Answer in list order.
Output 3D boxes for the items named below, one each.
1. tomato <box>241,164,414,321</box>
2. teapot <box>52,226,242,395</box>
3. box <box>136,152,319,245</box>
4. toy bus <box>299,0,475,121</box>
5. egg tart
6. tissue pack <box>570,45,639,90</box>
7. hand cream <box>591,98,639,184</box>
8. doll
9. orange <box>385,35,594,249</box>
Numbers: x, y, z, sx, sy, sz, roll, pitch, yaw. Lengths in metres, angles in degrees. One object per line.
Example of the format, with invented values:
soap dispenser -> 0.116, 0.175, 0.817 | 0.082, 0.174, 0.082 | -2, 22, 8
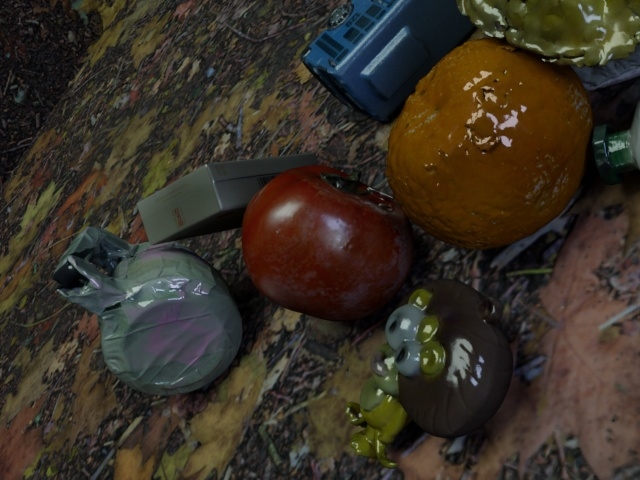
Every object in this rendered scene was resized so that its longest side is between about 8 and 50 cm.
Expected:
tomato -> 0.000, 0.000, 0.812 | 0.151, 0.187, 0.187 | -65, 27, 23
teapot -> -0.217, 0.080, 0.963 | 0.178, 0.221, 0.163 | -124, 45, -61
box -> -0.104, -0.053, 0.973 | 0.141, 0.201, 0.058 | -22, 86, 39
toy bus -> 0.099, -0.268, 0.987 | 0.234, 0.116, 0.133 | -46, 36, 6
egg tart -> 0.228, -0.271, 0.604 | 0.297, 0.132, 0.297 | -22, 50, 29
tissue pack -> 0.310, -0.292, 0.740 | 0.201, 0.124, 0.271 | -19, 44, 40
hand cream -> 0.366, -0.102, 0.557 | 0.336, 0.076, 0.121 | -13, 50, 36
doll -> 0.086, 0.118, 0.662 | 0.188, 0.096, 0.145 | -59, 24, 9
orange -> 0.152, -0.083, 0.702 | 0.193, 0.161, 0.193 | -49, 22, 28
